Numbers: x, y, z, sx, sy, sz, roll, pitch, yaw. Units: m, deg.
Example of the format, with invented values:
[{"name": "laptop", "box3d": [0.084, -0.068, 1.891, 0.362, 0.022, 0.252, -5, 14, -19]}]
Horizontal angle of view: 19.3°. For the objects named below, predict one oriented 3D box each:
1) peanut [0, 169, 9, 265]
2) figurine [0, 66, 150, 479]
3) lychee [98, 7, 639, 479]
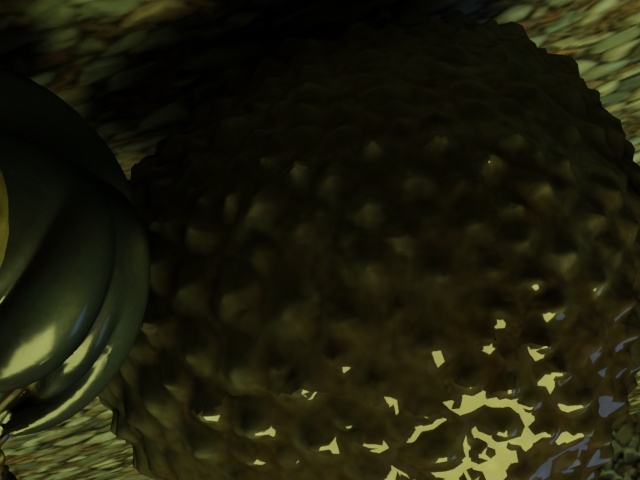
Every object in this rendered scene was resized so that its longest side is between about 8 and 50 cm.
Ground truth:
[{"name": "peanut", "box3d": [-0.206, -0.036, 0.610, 0.123, 0.123, 0.257, -29, 144, 35]}, {"name": "figurine", "box3d": [-0.195, 0.038, 0.806, 0.265, 0.197, 0.175, -26, 162, 15]}, {"name": "lychee", "box3d": [0.029, 0.023, 0.910, 0.300, 0.300, 0.300, -17, 166, -5]}]
